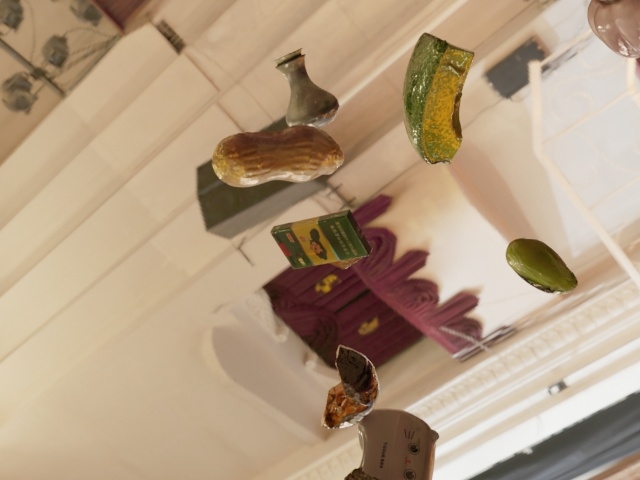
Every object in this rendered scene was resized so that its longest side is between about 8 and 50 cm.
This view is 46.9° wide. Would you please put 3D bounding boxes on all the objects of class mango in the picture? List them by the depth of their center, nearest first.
[{"bbox_3d":[0.437,0.047,1.458,0.091,0.074,0.165,-23,-142,-27],"label":"mango"}]

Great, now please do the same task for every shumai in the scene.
[{"bbox_3d":[0.104,0.649,1.934,0.099,0.123,0.087,-18,-133,-40],"label":"shumai"}]

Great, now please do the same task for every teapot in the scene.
[{"bbox_3d":[-0.056,-0.479,2.363,0.250,0.184,0.183,65,-159,-15],"label":"teapot"}]

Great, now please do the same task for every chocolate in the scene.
[{"bbox_3d":[-0.098,-0.195,1.691,0.309,0.134,0.134,-6,-127,-18],"label":"chocolate"}]

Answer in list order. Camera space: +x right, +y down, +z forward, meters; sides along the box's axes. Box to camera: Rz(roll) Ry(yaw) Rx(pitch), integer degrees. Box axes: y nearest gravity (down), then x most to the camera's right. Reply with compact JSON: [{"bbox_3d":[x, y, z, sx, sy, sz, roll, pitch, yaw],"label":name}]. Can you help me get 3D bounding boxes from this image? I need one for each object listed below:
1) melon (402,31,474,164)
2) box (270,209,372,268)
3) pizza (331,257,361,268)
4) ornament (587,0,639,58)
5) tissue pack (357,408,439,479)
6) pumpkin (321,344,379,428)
[{"bbox_3d":[0.327,-0.392,2.082,0.226,0.343,0.331,16,-164,-8],"label":"melon"},{"bbox_3d":[0.000,0.000,1.859,0.132,0.235,0.034,58,-142,-28],"label":"box"},{"bbox_3d":[0.055,0.025,2.159,0.160,0.099,0.036,20,-169,-14],"label":"pizza"},{"bbox_3d":[0.564,-0.421,1.311,0.177,0.177,0.177,41,-154,-26],"label":"ornament"},{"bbox_3d":[0.214,0.664,2.115,0.229,0.236,0.333,72,-153,-52],"label":"tissue pack"},{"bbox_3d":[0.066,0.311,1.527,0.108,0.183,0.119,11,-151,-4],"label":"pumpkin"}]
